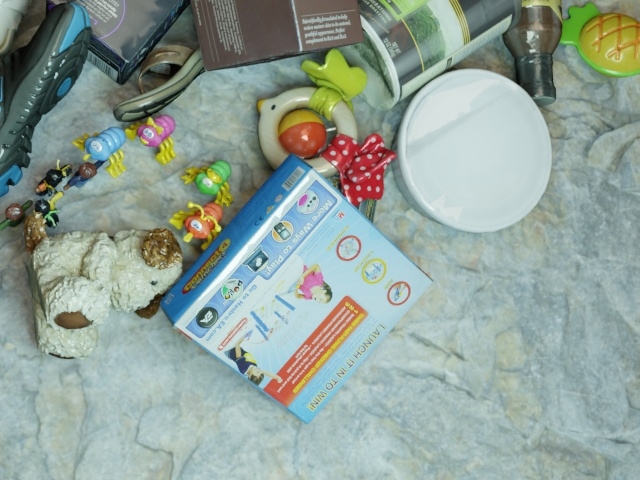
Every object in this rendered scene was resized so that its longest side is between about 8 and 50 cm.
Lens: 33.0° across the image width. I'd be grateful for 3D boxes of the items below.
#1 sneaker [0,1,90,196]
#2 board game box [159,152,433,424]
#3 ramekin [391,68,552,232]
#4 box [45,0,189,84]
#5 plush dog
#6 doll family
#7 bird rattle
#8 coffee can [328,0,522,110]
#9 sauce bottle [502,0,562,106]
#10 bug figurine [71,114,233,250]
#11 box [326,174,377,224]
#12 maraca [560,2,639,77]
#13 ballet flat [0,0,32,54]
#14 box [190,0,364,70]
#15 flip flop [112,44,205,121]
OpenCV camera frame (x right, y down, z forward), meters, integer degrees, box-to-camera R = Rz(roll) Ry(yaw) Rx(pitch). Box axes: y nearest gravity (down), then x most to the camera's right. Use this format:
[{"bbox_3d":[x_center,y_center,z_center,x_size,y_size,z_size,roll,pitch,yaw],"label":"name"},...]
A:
[{"bbox_3d":[-0.471,-0.226,1.624,0.139,0.125,0.341,37,106,5],"label":"sneaker"},{"bbox_3d":[-0.032,0.079,1.653,0.308,0.086,0.302,-48,122,0],"label":"board game box"},{"bbox_3d":[0.243,-0.144,1.821,0.272,0.127,0.273,1,86,-14],"label":"ramekin"},{"bbox_3d":[-0.297,-0.413,1.733,0.165,0.143,0.270,38,76,-7],"label":"box"},{"bbox_3d":[-0.319,0.048,1.626,0.225,0.262,0.211,-8,71,-21],"label":"plush dog"},{"bbox_3d":[-0.413,-0.073,1.674,0.076,0.111,0.193,39,75,-5],"label":"doll family"},{"bbox_3d":[0.002,-0.170,1.772,0.206,0.143,0.254,-13,82,-4],"label":"bird rattle"},{"bbox_3d":[0.167,-0.372,1.804,0.275,0.201,0.202,-35,91,-15],"label":"coffee can"},{"bbox_3d":[0.370,-0.410,1.906,0.111,0.111,0.345,0,84,-13],"label":"sauce bottle"},{"bbox_3d":[-0.237,-0.110,1.683,0.279,0.072,0.216,38,32,-3],"label":"bug figurine"},{"bbox_3d":[0.000,0.000,1.793,0.159,0.044,0.233,13,79,-11],"label":"box"},{"bbox_3d":[0.513,-0.361,1.939,0.185,0.099,0.127,35,69,21],"label":"maraca"},{"bbox_3d":[-0.564,-0.313,1.667,0.409,0.147,0.147,-37,91,-7],"label":"ballet flat"},{"bbox_3d":[-0.071,-0.364,1.663,0.168,0.203,0.167,-20,103,-50],"label":"box"},{"bbox_3d":[-0.234,-0.286,1.746,0.277,0.112,0.080,-44,98,-19],"label":"flip flop"}]
